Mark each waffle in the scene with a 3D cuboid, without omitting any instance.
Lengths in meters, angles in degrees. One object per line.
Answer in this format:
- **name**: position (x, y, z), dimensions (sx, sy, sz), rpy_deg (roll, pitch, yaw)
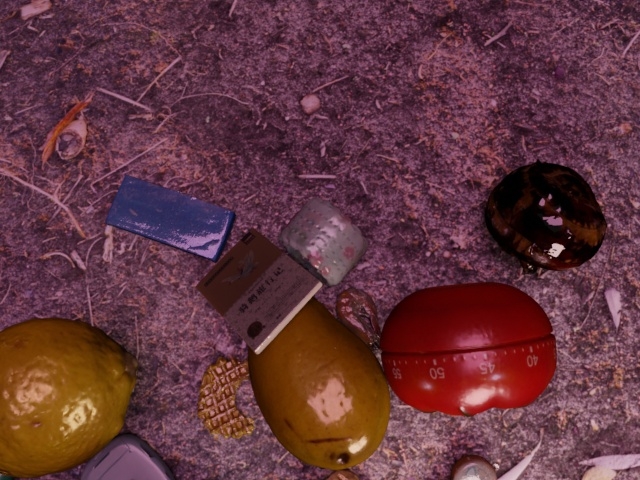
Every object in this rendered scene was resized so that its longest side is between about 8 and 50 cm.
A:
- **waffle**: position (-0.224, 0.386, 1.421), dimensions (0.149, 0.051, 0.193), rpy_deg (10, 75, 1)

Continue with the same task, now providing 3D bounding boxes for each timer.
- **timer**: position (0.322, 0.234, 1.284), dimensions (0.379, 0.378, 0.278), rpy_deg (-6, 83, -1)

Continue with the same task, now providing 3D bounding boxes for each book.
- **book**: position (-0.158, 0.109, 1.392), dimensions (0.217, 0.021, 0.310), rpy_deg (-47, 45, -8)

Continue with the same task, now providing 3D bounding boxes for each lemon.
- **lemon**: position (-0.597, 0.336, 1.287), dimensions (0.388, 0.350, 0.349), rpy_deg (-25, 81, 0)

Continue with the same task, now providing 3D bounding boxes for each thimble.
- **thimble**: position (0.000, 0.000, 1.432), dimensions (0.149, 0.185, 0.211), rpy_deg (-47, 49, -10)

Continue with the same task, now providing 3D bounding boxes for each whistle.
- **whistle**: position (0.331, 0.590, 1.386), dimensions (0.220, 0.057, 0.107), rpy_deg (-30, 95, -1)

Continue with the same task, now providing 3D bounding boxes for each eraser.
- **eraser**: position (-0.389, -0.058, 1.502), dimensions (0.312, 0.042, 0.144), rpy_deg (19, 78, 4)

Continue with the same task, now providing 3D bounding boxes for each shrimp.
- **shrimp**: position (0.111, 0.206, 1.460), dimensions (0.101, 0.042, 0.190), rpy_deg (-30, 80, -13)

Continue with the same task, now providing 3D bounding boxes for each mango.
- **mango**: position (-0.016, 0.308, 1.349), dimensions (0.302, 0.220, 0.444), rpy_deg (-26, 77, 7)

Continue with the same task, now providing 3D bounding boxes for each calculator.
- **calculator**: position (-0.467, 0.581, 1.389), dimensions (0.299, 0.041, 0.185), rpy_deg (45, 83, 6)

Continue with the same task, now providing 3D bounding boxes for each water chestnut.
- **water chestnut**: position (0.540, -0.038, 1.419), dimensions (0.300, 0.300, 0.299), rpy_deg (0, 80, 0)

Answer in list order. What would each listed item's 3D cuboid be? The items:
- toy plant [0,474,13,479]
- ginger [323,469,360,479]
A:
- **toy plant**: position (-0.859, 0.621, 1.314), dimensions (0.280, 0.185, 0.399), rpy_deg (-7, 63, 8)
- **ginger**: position (0.079, 0.708, 1.331), dimensions (0.190, 0.126, 0.353), rpy_deg (-4, 82, -11)
